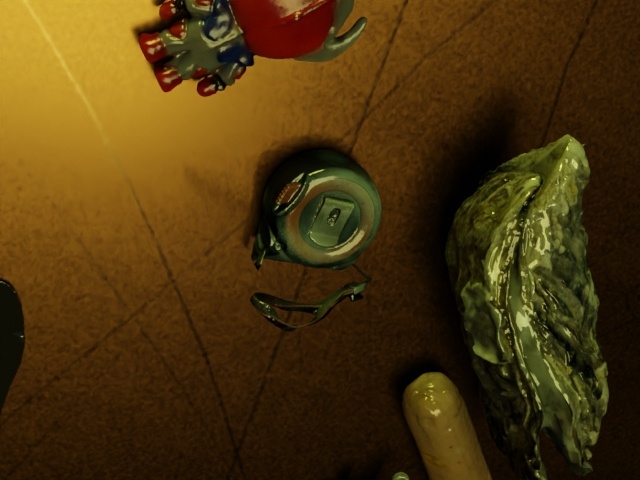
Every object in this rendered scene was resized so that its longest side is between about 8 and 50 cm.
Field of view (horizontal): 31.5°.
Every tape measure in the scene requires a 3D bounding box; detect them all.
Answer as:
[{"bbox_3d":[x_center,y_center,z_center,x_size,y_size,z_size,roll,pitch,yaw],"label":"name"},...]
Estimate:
[{"bbox_3d":[0.004,0.001,0.892,0.104,0.180,0.107,14,112,-8],"label":"tape measure"}]

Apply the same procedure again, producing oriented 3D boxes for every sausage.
[{"bbox_3d":[0.142,0.251,1.122,0.066,0.066,0.301,-23,121,-7],"label":"sausage"}]

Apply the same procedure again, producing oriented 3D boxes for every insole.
[{"bbox_3d":[-0.283,0.115,0.938,0.064,0.004,0.188,9,112,-23],"label":"insole"}]

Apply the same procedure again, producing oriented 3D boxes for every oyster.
[{"bbox_3d":[0.186,0.071,0.988,0.158,0.162,0.350,-24,125,-31],"label":"oyster"}]

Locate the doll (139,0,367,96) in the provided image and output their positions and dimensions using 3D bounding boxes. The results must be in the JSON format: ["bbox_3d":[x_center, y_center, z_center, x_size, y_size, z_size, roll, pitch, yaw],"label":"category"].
[{"bbox_3d":[-0.039,-0.170,0.852,0.195,0.062,0.104,-24,104,3],"label":"doll"}]

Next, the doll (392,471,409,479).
[{"bbox_3d":[0.025,0.299,1.104,0.096,0.070,0.195,34,105,-13],"label":"doll"}]
